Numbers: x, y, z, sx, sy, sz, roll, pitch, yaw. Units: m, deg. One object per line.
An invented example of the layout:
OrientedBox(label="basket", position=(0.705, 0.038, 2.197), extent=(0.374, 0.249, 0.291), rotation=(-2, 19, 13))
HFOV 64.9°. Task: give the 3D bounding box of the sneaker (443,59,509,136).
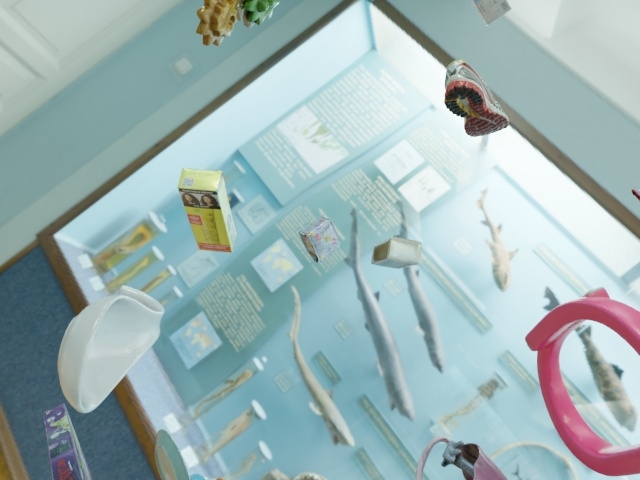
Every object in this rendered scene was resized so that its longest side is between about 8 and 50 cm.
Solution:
OrientedBox(label="sneaker", position=(0.318, -0.283, 1.015), extent=(0.225, 0.088, 0.092), rotation=(28, 56, -51))

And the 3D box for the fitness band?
OrientedBox(label="fitness band", position=(0.354, 0.183, 0.634), extent=(0.290, 0.054, 0.208), rotation=(90, -17, -60))

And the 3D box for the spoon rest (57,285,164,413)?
OrientedBox(label="spoon rest", position=(-0.262, 0.121, 0.658), extent=(0.084, 0.137, 0.276), rotation=(11, 7, -9))

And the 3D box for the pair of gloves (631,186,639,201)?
OrientedBox(label="pair of gloves", position=(0.663, -0.073, 0.889), extent=(0.198, 0.159, 0.023), rotation=(-98, 168, -55))

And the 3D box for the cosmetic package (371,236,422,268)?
OrientedBox(label="cosmetic package", position=(0.135, 0.024, 0.909), extent=(0.060, 0.041, 0.115), rotation=(11, -9, -9))

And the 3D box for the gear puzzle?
OrientedBox(label="gear puzzle", position=(-0.065, -0.408, 0.728), extent=(0.044, 0.339, 0.175), rotation=(32, -20, 15))

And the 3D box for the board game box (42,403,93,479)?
OrientedBox(label="board game box", position=(-0.437, 0.457, 0.912), extent=(0.347, 0.056, 0.208), rotation=(11, -59, 58))

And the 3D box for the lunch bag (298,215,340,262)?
OrientedBox(label="lunch bag", position=(0.000, 0.000, 1.120), extent=(0.053, 0.071, 0.083), rotation=(20, -38, 56))

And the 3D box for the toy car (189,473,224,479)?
OrientedBox(label="toy car", position=(-0.287, 0.692, 1.264), extent=(0.210, 0.238, 0.219), rotation=(62, 20, 9))

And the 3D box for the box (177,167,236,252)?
OrientedBox(label="box", position=(-0.244, -0.060, 1.104), extent=(0.232, 0.088, 0.058), rotation=(93, 3, -57))

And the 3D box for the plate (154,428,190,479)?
OrientedBox(label="plate", position=(-0.363, 0.550, 1.212), extent=(0.188, 0.024, 0.188), rotation=(19, -64, 46))

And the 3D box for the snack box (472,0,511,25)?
OrientedBox(label="snack box", position=(0.382, -0.611, 1.205), extent=(0.178, 0.064, 0.022), rotation=(55, 27, -7))

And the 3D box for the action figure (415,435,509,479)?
OrientedBox(label="action figure", position=(0.349, 0.542, 0.879), extent=(0.370, 0.248, 0.276), rotation=(35, -20, -4))
